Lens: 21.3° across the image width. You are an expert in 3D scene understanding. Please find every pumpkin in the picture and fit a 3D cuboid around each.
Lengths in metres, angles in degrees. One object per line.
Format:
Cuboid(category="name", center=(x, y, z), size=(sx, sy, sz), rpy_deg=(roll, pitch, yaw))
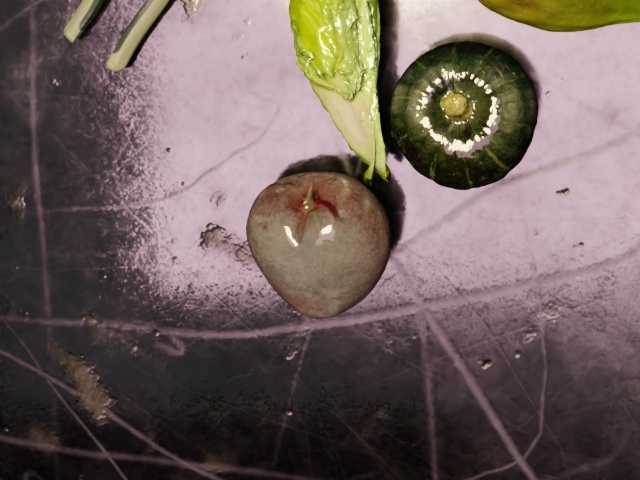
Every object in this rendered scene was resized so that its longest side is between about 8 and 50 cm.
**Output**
Cuboid(category="pumpkin", center=(0.159, -0.140, 1.905), size=(0.167, 0.125, 0.167), rpy_deg=(6, 110, 17))

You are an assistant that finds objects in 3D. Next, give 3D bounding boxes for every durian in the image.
Cuboid(category="durian", center=(0.019, -0.244, 1.907), size=(0.106, 0.132, 0.375), rpy_deg=(-8, 94, 0))

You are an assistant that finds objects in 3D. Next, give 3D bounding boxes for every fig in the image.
Cuboid(category="fig", center=(0.252, -0.306, 1.851), size=(0.233, 0.167, 0.167), rpy_deg=(30, 110, -36))

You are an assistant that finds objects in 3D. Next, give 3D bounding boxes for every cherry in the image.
Cuboid(category="cherry", center=(0.004, 0.002, 1.957), size=(0.176, 0.140, 0.176), rpy_deg=(10, 132, 11))

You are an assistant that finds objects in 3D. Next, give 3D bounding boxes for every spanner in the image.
Cuboid(category="spanner", center=(-0.185, -0.347, 1.960), size=(0.095, 0.040, 0.325), rpy_deg=(35, 107, 0))
